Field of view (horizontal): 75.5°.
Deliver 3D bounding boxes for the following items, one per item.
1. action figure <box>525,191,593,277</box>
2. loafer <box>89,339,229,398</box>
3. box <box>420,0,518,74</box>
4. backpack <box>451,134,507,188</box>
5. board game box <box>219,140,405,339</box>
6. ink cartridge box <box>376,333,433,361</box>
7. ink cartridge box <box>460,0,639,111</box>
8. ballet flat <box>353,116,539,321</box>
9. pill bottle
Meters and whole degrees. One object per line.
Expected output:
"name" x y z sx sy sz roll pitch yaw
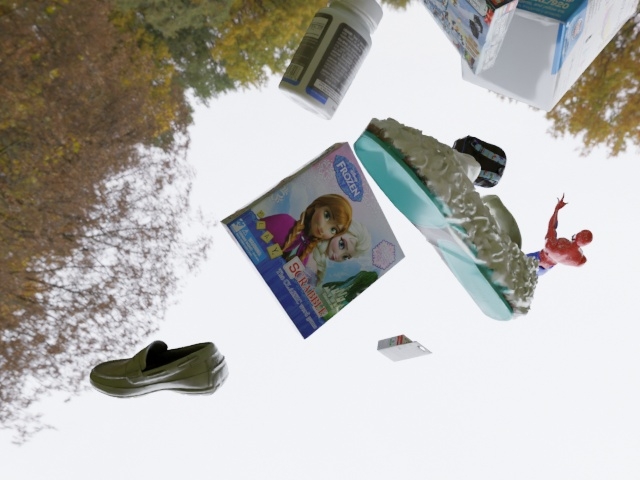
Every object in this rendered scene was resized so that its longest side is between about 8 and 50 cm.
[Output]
"action figure" 0.469 0.013 0.857 0.091 0.280 0.139 29 -109 5
"loafer" -0.348 0.263 0.876 0.318 0.112 0.112 -7 -165 12
"box" 0.147 -0.259 0.436 0.027 0.094 0.137 -27 -107 1
"backpack" 0.526 -0.258 1.392 0.173 0.159 0.117 15 -173 -11
"board game box" 0.000 0.000 0.920 0.318 0.319 0.065 -38 -157 -15
"ink cartridge box" 0.191 0.241 0.937 0.115 0.062 0.029 -29 -148 42
"ink cartridge box" 0.354 -0.362 0.635 0.233 0.171 0.168 -48 -123 -6
"ballet flat" 0.210 -0.046 0.638 0.146 0.409 0.147 -35 -158 17
"pill bottle" 0.013 -0.224 0.498 0.078 0.078 0.137 37 -80 40
